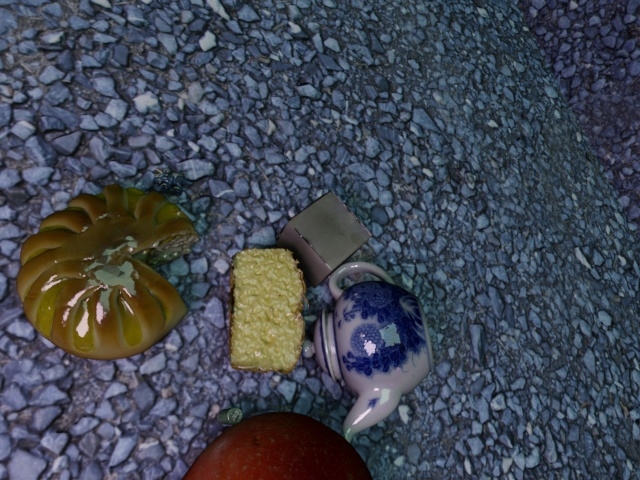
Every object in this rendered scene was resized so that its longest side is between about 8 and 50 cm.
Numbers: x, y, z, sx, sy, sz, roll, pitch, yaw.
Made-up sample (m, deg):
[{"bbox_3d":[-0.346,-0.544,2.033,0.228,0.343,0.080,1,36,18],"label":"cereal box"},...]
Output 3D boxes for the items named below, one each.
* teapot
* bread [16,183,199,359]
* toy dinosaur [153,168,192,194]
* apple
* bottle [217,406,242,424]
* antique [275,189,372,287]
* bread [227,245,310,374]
[{"bbox_3d":[0.088,0.214,0.995,0.280,0.252,0.424,-9,48,7],"label":"teapot"},{"bbox_3d":[-0.377,0.046,0.849,0.333,0.160,0.333,10,65,-22],"label":"bread"},{"bbox_3d":[-0.323,-0.131,1.024,0.083,0.030,0.047,16,66,-22],"label":"toy dinosaur"},{"bbox_3d":[-0.070,0.461,0.751,0.348,0.277,0.348,1,84,-11],"label":"apple"},{"bbox_3d":[-0.173,0.334,0.883,0.030,0.083,0.030,11,65,-24],"label":"bottle"},{"bbox_3d":[0.000,0.000,1.067,0.147,0.148,0.152,-38,82,-30],"label":"antique"},{"bbox_3d":[-0.116,0.152,0.957,0.160,0.147,0.260,0,66,-18],"label":"bread"}]
